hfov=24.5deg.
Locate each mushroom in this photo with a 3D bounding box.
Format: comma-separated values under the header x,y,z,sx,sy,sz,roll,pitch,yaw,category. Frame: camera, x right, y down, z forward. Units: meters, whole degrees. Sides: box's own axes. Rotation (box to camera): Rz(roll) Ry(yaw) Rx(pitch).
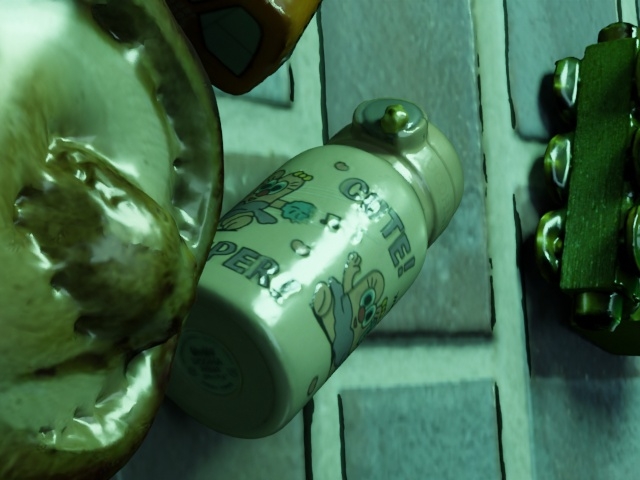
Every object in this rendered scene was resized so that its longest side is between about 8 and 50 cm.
x,y,z,sx,sy,sz,roll,pitch,yaw,category
-0.142,-0.011,0.581,0.253,0.153,0.253,7,80,-48,mushroom

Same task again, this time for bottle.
x,y,z,sx,sy,sz,roll,pitch,yaw,category
0.000,0.000,0.769,0.209,0.097,0.110,-45,149,-42,bottle

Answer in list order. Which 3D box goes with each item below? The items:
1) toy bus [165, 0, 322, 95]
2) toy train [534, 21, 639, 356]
x,y,z,sx,sy,sz,roll,pitch,yaw,category
-0.151,-0.221,0.612,0.409,0.092,0.093,40,60,-22,toy bus
0.217,-0.035,1.024,0.137,0.090,0.226,32,61,-47,toy train
